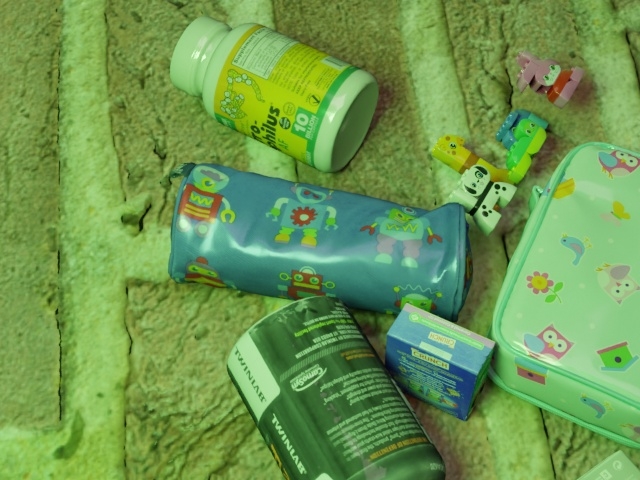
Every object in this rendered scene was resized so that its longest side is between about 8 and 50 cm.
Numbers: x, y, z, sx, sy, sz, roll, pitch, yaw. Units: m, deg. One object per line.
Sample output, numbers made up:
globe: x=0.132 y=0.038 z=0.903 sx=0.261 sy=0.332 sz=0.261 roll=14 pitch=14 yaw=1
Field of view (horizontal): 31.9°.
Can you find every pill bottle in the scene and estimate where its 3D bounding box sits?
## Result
pill bottle: x=0.025 y=0.179 z=0.994 sx=0.130 sy=0.130 sz=0.245 roll=-25 pitch=61 yaw=-14
pill bottle: x=-0.053 y=-0.164 z=1.212 sx=0.208 sy=0.117 sz=0.117 roll=27 pitch=63 yaw=15

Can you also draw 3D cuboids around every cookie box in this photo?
cookie box: x=0.109 y=0.115 z=1.046 sx=0.092 sy=0.107 sz=0.040 roll=24 pitch=62 yaw=14

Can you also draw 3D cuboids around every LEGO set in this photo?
LEGO set: x=0.179 y=-0.105 z=1.188 sx=0.093 sy=0.087 sz=0.227 roll=33 pitch=63 yaw=2

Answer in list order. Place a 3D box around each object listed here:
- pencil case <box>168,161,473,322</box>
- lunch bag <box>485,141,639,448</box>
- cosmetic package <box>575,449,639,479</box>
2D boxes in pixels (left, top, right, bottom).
pencil case: x=0.000 y=0.000 z=1.111 sx=0.306 sy=0.119 sz=0.133 roll=9 pitch=53 yaw=6
lunch bag: x=0.287 y=0.044 z=1.087 sx=0.224 sy=0.108 sz=0.279 roll=21 pitch=60 yaw=16
cosmetic package: x=0.280 y=0.305 z=0.918 sx=0.107 sy=0.127 sz=0.238 roll=-29 pitch=61 yaw=-16
